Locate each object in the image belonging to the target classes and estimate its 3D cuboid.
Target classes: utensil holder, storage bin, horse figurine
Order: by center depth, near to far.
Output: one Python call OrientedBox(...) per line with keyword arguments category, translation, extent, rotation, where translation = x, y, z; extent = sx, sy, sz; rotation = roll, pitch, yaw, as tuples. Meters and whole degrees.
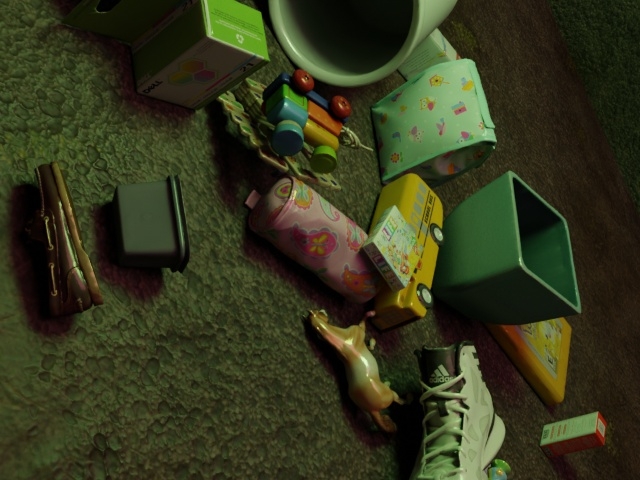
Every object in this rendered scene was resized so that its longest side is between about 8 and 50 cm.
OrientedBox(category="storage bin", translation=(-0.246, -0.020, 1.135), extent=(0.091, 0.098, 0.135), rotation=(-2, 69, -23))
OrientedBox(category="horse figurine", translation=(0.080, 0.229, 1.404), extent=(0.174, 0.066, 0.263), rotation=(-3, 68, -60))
OrientedBox(category="utensil holder", translation=(0.111, -0.541, 1.704), extent=(0.328, 0.327, 0.385), rotation=(56, 34, -11))

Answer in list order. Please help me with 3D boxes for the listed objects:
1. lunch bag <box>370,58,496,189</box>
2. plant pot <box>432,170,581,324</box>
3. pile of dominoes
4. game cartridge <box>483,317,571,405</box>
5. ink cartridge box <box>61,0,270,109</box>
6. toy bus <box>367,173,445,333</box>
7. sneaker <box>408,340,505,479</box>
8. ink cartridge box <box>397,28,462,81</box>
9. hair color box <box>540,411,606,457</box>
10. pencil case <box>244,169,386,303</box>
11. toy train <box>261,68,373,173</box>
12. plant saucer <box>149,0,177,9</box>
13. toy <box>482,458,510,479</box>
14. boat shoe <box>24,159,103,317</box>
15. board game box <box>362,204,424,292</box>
OrientedBox(category="lunch bag", translation=(0.259, -0.250, 1.753), extent=(0.160, 0.262, 0.223), rotation=(20, 53, -44))
OrientedBox(category="plant pot", translation=(0.381, 0.047, 1.733), extent=(0.247, 0.252, 0.248), rotation=(33, 46, -37))
OrientedBox(category="pile of dominoes", translation=(-0.076, -0.198, 1.398), extent=(0.196, 0.040, 0.251), rotation=(13, 33, -50))
OrientedBox(category="game cartridge", translation=(0.517, 0.201, 1.983), extent=(0.324, 0.052, 0.285), rotation=(51, 37, -19))
OrientedBox(category="ink cartridge box", translation=(-0.237, -0.308, 1.228), extent=(0.255, 0.188, 0.097), rotation=(8, 65, -48))
OrientedBox(category="toy bus", translation=(0.163, 0.022, 1.596), extent=(0.130, 0.108, 0.333), rotation=(45, 40, -23))
OrientedBox(category="sneaker", translation=(0.197, 0.330, 1.368), extent=(0.258, 0.169, 0.447), rotation=(70, 24, -14))
OrientedBox(category="ink cartridge box", translation=(0.263, -0.461, 2.002), extent=(0.175, 0.127, 0.072), rotation=(44, 39, -26))
OrientedBox(category="hair color box", translation=(0.584, 0.449, 1.837), extent=(0.043, 0.141, 0.072), rotation=(54, 37, -15))
OrientedBox(category="pencil case", translation=(0.000, 0.000, 1.402), extent=(0.284, 0.124, 0.124), rotation=(36, 44, -32))
OrientedBox(category="toy train", translation=(0.011, -0.171, 1.372), extent=(0.248, 0.105, 0.143), rotation=(30, 40, -31))
OrientedBox(category="plant saucer", translation=(-0.294, -0.410, 1.265), extent=(0.200, 0.037, 0.200), rotation=(23, 11, -5))
OrientedBox(category="toy", translation=(0.328, 0.518, 1.546), extent=(0.137, 0.056, 0.237), rotation=(55, 36, -10))
OrientedBox(category="boat shoe", translation=(-0.339, -0.004, 1.013), extent=(0.073, 0.073, 0.207), rotation=(-17, 73, -14))
OrientedBox(category="board game box", translation=(0.135, 0.013, 1.442), extent=(0.103, 0.026, 0.154), rotation=(54, 31, -12))
